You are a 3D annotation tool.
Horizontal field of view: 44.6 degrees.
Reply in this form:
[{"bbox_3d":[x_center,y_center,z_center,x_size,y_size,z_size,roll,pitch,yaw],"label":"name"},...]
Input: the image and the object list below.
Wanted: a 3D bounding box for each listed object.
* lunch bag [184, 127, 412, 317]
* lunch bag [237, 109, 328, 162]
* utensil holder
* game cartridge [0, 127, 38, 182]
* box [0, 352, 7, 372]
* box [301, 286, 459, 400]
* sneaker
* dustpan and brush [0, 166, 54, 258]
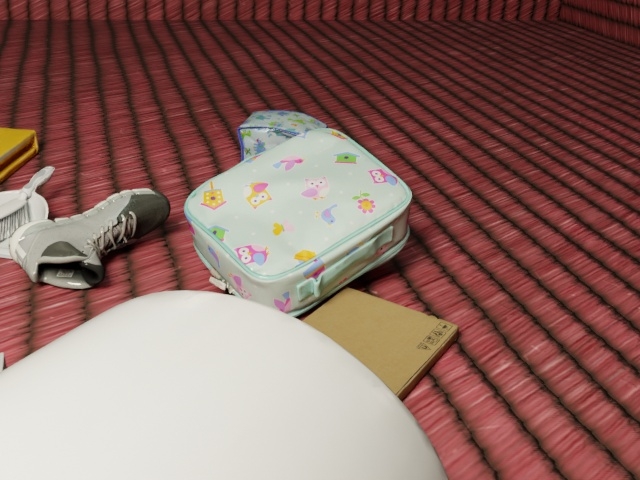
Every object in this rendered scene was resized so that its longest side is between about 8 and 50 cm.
[{"bbox_3d":[-0.027,-0.021,1.043,0.279,0.107,0.224,-31,56,-25],"label":"lunch bag"},{"bbox_3d":[-0.067,-0.194,1.476,0.151,0.096,0.129,-2,25,10],"label":"lunch bag"},{"bbox_3d":[-0.128,0.231,0.340,0.328,0.327,0.385,14,27,21],"label":"utensil holder"},{"bbox_3d":[-0.698,-0.136,1.341,0.324,0.052,0.285,3,26,5],"label":"game cartridge"},{"bbox_3d":[-0.379,0.179,0.739,0.145,0.038,0.186,-4,26,-16],"label":"box"},{"bbox_3d":[0.049,0.124,0.922,0.165,0.021,0.201,18,30,27],"label":"box"},{"bbox_3d":[-0.294,0.009,1.063,0.229,0.086,0.132,-22,39,-24],"label":"sneaker"},{"bbox_3d":[-0.456,-0.052,1.175,0.147,0.060,0.211,8,27,10],"label":"dustpan and brush"}]
